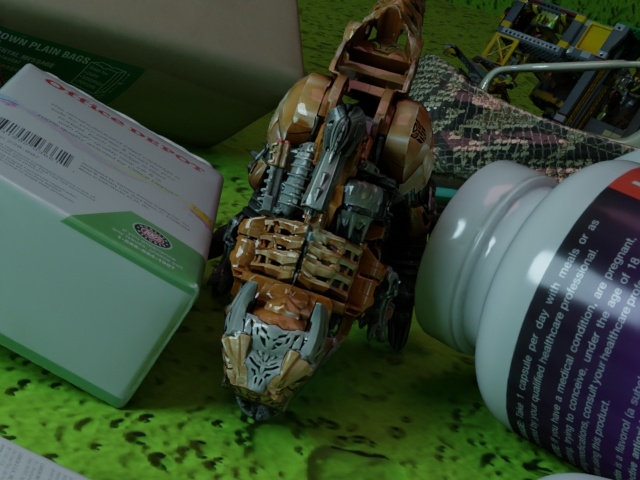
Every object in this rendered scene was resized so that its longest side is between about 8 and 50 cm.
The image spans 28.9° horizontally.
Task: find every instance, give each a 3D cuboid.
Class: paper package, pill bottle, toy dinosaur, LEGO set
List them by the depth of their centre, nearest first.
[{"bbox_3d":[0.218,0.067,0.709,0.323,0.181,0.181,28,23,31],"label":"pill bottle"},{"bbox_3d":[0.022,-0.034,0.769,0.164,0.218,0.322,36,67,14],"label":"toy dinosaur"},{"bbox_3d":[-0.191,-0.263,1.087,0.325,0.168,0.309,12,61,-36],"label":"paper package"},{"bbox_3d":[0.299,-0.125,1.410,0.331,0.192,0.255,32,-5,33],"label":"LEGO set"}]

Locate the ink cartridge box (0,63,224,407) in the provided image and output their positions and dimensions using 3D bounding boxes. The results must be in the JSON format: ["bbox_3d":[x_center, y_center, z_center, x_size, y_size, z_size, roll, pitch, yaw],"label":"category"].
[{"bbox_3d":[-0.149,-0.013,0.744,0.154,0.093,0.212,30,18,-11],"label":"ink cartridge box"}]

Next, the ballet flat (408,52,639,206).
[{"bbox_3d":[0.297,-0.070,1.132,0.483,0.182,0.164,16,-4,3],"label":"ballet flat"}]

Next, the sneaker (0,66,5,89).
[{"bbox_3d":[-0.339,-0.084,0.849,0.112,0.121,0.299,50,34,17],"label":"sneaker"}]

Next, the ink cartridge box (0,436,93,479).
[{"bbox_3d":[-0.071,0.160,0.479,0.179,0.045,0.145,31,16,-10],"label":"ink cartridge box"}]

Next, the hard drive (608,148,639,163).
[{"bbox_3d":[0.295,0.002,0.822,0.203,0.040,0.307,33,-8,-4],"label":"hard drive"}]

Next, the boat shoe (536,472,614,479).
[{"bbox_3d":[0.203,0.178,0.551,0.258,0.095,0.084,8,22,11],"label":"boat shoe"}]
